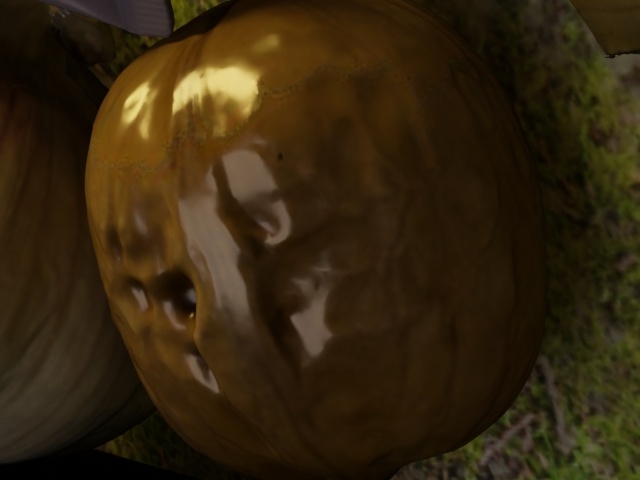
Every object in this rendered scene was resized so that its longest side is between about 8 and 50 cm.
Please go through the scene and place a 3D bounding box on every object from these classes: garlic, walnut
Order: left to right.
[{"bbox_3d":[-0.199,-0.015,0.753,0.241,0.322,0.322,-41,78,39],"label":"garlic"},{"bbox_3d":[0.000,0.000,0.635,0.195,0.195,0.221,-5,101,47],"label":"walnut"}]

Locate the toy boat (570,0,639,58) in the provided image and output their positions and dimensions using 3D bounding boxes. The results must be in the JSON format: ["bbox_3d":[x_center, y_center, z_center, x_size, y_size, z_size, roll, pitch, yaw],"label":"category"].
[{"bbox_3d":[0.170,-0.106,0.506,0.206,0.064,0.072,0,94,46],"label":"toy boat"}]

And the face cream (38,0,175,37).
[{"bbox_3d":[-0.174,-0.175,0.637,0.274,0.096,0.154,15,127,36],"label":"face cream"}]

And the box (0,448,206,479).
[{"bbox_3d":[-0.166,0.185,0.786,0.273,0.184,0.143,10,89,23],"label":"box"}]
